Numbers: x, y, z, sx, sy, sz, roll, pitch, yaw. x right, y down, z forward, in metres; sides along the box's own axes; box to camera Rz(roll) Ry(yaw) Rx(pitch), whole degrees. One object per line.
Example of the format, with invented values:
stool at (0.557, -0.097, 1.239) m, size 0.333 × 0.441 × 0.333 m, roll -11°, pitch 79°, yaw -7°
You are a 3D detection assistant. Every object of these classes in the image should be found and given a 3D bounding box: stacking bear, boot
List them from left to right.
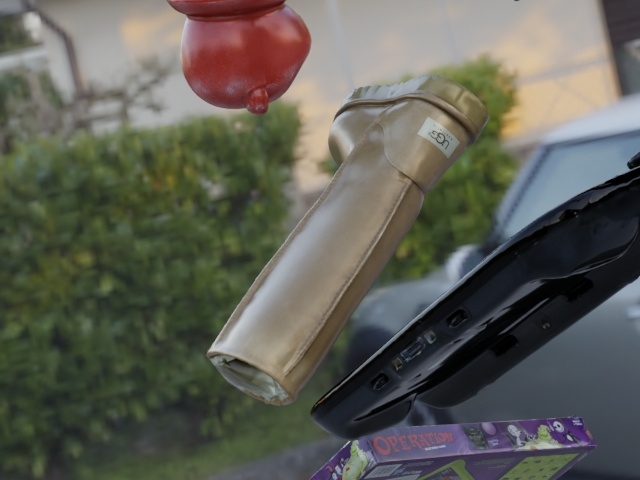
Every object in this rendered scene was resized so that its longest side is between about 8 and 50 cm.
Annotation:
stacking bear at (-0.080, -0.257, 1.314) m, size 0.164 × 0.289 × 0.175 m, roll -17°, pitch 20°, yaw -29°
boot at (0.000, 0.000, 1.181) m, size 0.269 × 0.089 × 0.236 m, roll -55°, pitch 8°, yaw -15°

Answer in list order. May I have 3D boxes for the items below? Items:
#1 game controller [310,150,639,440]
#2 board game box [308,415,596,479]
game controller at (0.115, 0.042, 0.982) m, size 0.166 × 0.067 × 0.319 m, roll -11°, pitch -22°, yaw -36°
board game box at (0.124, 0.273, 1.667) m, size 0.347 × 0.056 × 0.208 m, roll 3°, pitch -43°, yaw -41°
